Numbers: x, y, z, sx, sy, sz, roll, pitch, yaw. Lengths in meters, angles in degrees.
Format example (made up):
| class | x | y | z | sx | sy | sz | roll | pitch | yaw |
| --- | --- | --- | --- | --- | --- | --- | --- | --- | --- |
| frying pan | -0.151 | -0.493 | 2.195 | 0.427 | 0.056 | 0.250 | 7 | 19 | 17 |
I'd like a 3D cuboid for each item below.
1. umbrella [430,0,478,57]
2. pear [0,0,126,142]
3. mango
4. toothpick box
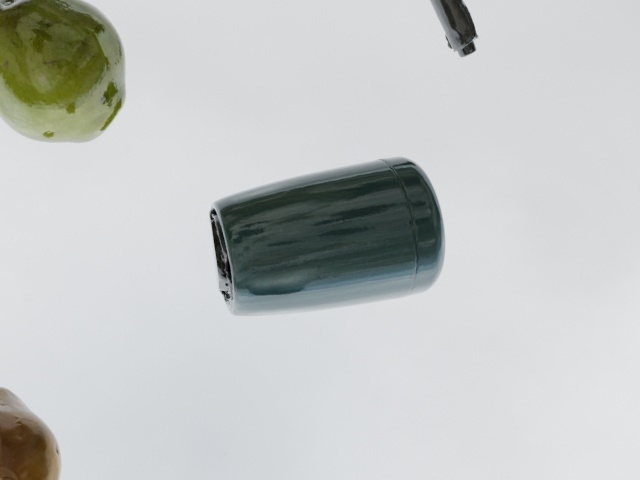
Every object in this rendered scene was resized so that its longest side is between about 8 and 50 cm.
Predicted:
| class | x | y | z | sx | sy | sz | roll | pitch | yaw |
| --- | --- | --- | --- | --- | --- | --- | --- | --- | --- |
| umbrella | 0.124 | -0.247 | 0.803 | 0.031 | 0.036 | 0.133 | -28 | -76 | -3 |
| pear | -0.162 | -0.107 | 0.482 | 0.097 | 0.092 | 0.092 | 31 | -109 | -30 |
| mango | -0.238 | 0.157 | 0.610 | 0.060 | 0.080 | 0.114 | -11 | -137 | -40 |
| toothpick box | 0.000 | 0.000 | 0.673 | 0.184 | 0.120 | 0.120 | -10 | -103 | -14 |
